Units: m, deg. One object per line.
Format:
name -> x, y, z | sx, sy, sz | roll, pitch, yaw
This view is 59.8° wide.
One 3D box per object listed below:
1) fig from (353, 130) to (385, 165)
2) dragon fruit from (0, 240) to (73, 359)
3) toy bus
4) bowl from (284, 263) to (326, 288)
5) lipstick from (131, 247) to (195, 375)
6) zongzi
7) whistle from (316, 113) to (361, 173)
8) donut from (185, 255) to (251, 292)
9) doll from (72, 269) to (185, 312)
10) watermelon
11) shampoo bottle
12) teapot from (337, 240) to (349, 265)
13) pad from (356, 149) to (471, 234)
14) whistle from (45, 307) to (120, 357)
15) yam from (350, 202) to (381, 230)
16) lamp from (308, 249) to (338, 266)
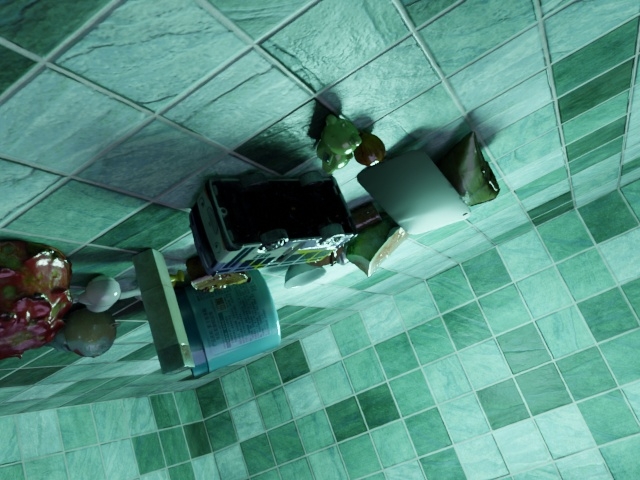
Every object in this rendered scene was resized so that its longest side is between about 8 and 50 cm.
fig -> 0.120, -0.258, 1.475 | 0.088, 0.089, 0.125 | -24, 139, 9
dragon fruit -> -0.814, 0.174, 1.409 | 0.386, 0.249, 0.371 | -12, 155, -33
toy bus -> -0.142, -0.045, 1.561 | 0.439, 0.209, 0.249 | -7, 158, -42
bowl -> -0.077, 0.122, 2.291 | 0.189, 0.086, 0.189 | -20, 161, -8
lipstick -> -0.466, 0.208, 1.646 | 0.076, 0.372, 0.080 | -22, 162, 5
zongzi -> 0.395, -0.203, 1.809 | 0.322, 0.160, 0.360 | -25, 152, 14
whistle -> 0.041, -0.234, 1.409 | 0.085, 0.105, 0.227 | -47, 173, -22
donut -> -0.345, 0.098, 1.869 | 0.186, 0.126, 0.144 | -22, 155, -10
doll -> -0.619, 0.163, 1.799 | 0.365, 0.094, 0.160 | -4, 158, -43
watermelon -> 0.241, -0.017, 2.070 | 0.305, 0.180, 0.224 | -40, -152, -21
shampoo bottle -> -0.358, 0.295, 2.086 | 0.342, 0.331, 0.331 | -17, 161, -17
teapot -> 0.111, 0.029, 2.202 | 0.146, 0.116, 0.148 | -28, 159, -14
pad -> 0.278, -0.154, 1.809 | 0.314, 0.063, 0.375 | -19, 137, 30
whistle -> -0.854, 0.335, 1.933 | 0.347, 0.189, 0.189 | -13, 163, 9
yam -> 0.139, -0.077, 1.987 | 0.141, 0.079, 0.079 | -26, 161, 6
lamp -> 0.000, 0.000, 1.884 | 0.180, 0.180, 0.258 | -19, 161, -6
